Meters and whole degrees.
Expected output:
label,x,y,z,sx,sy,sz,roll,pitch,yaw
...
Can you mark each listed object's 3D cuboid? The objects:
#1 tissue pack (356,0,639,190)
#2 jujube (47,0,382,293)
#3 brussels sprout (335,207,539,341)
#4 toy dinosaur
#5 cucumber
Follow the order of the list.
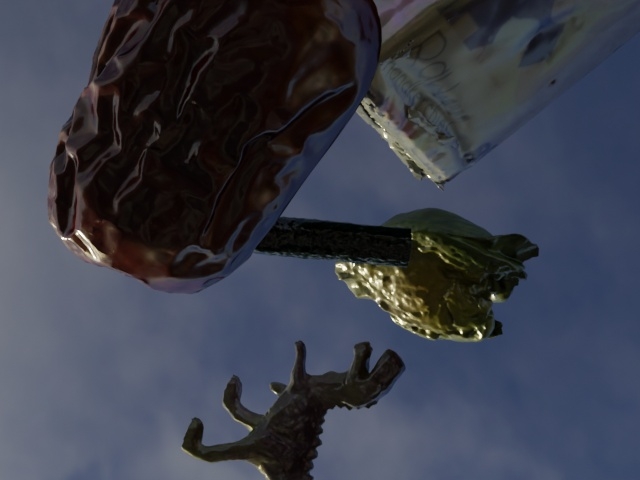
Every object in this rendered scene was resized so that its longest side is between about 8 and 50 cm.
label,x,y,z,sx,sy,sz,roll,pitch,yaw
tissue pack,0.158,-0.207,1.255,0.344,0.125,0.242,-38,-26,6
jujube,-0.064,-0.078,0.974,0.155,0.155,0.230,26,-86,-26
brussels sprout,0.107,0.025,1.583,0.181,0.100,0.139,11,-40,37
toy dinosaur,-0.026,0.207,1.581,0.200,0.251,0.072,13,-14,19
cucumber,0.000,0.000,1.241,0.133,0.032,0.032,4,-55,-6
